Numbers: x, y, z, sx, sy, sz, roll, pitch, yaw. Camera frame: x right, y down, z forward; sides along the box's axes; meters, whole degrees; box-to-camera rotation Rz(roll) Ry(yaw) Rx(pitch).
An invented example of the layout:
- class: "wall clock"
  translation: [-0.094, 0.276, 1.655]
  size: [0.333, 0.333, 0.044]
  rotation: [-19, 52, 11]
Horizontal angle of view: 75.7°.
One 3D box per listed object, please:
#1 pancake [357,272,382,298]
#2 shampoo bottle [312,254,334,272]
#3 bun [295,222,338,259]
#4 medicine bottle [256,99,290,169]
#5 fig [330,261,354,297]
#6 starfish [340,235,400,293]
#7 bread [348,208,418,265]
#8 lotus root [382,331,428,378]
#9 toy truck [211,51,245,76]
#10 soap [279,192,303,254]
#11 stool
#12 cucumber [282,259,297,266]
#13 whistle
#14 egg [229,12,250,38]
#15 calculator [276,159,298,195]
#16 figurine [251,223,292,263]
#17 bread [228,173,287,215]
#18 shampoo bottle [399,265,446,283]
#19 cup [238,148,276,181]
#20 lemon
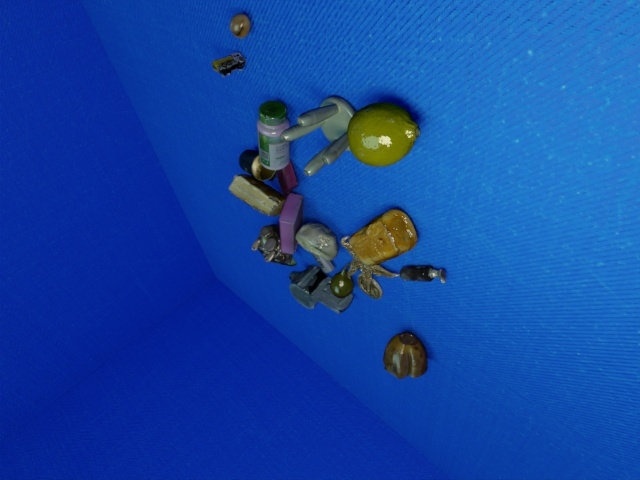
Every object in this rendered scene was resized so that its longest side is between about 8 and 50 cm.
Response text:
- class: "pancake"
  translation: [0.232, 0.219, 1.957]
  size: [0.151, 0.025, 0.152]
  rotation: [36, 151, 24]
- class: "shampoo bottle"
  translation: [-0.014, 0.062, 2.108]
  size: [0.228, 0.056, 0.086]
  rotation: [56, 155, -11]
- class: "bun"
  translation: [0.000, 0.000, 1.914]
  size: [0.220, 0.134, 0.220]
  rotation: [30, 169, 6]
- class: "medicine bottle"
  translation: [-0.189, -0.423, 1.664]
  size: [0.133, 0.133, 0.274]
  rotation: [40, 153, 21]
- class: "fig"
  translation: [0.116, 0.181, 2.014]
  size: [0.124, 0.124, 0.237]
  rotation: [37, 137, 25]
- class: "starfish"
  translation: [0.205, 0.114, 1.824]
  size: [0.299, 0.060, 0.303]
  rotation: [35, 145, 17]
- class: "bread"
  translation: [0.233, -0.002, 1.544]
  size: [0.167, 0.132, 0.294]
  rotation: [52, 155, -1]
- class: "lotus root"
  translation: [0.405, 0.525, 1.920]
  size: [0.199, 0.188, 0.180]
  rotation: [33, 136, 35]
- class: "toy truck"
  translation: [-0.355, -0.686, 1.596]
  size: [0.063, 0.123, 0.052]
  rotation: [52, 155, 10]
- class: "soap"
  translation: [-0.138, -0.078, 1.974]
  size: [0.081, 0.181, 0.259]
  rotation: [12, 146, 6]
- class: "stool"
  translation: [0.009, -0.348, 1.375]
  size: [0.195, 0.198, 0.195]
  rotation: [54, 156, -10]
- class: "cucumber"
  translation: [-0.252, 0.109, 2.548]
  size: [0.243, 0.063, 0.115]
  rotation: [5, 128, 58]
- class: "whistle"
  translation: [-0.009, 0.262, 2.242]
  size: [0.404, 0.168, 0.188]
  rotation: [5, 130, 50]
- class: "egg"
  translation: [-0.280, -0.756, 1.444]
  size: [0.071, 0.071, 0.083]
  rotation: [52, 136, -3]
- class: "calculator"
  translation: [-0.155, -0.280, 1.868]
  size: [0.190, 0.034, 0.127]
  rotation: [-22, 86, 64]
- class: "figurine"
  translation: [-0.247, 0.010, 2.185]
  size: [0.248, 0.203, 0.380]
  rotation: [44, 178, 8]
- class: "bread"
  translation: [-0.281, -0.208, 1.912]
  size: [0.239, 0.111, 0.246]
  rotation: [32, -170, 6]
- class: "shampoo bottle"
  translation: [0.387, 0.128, 1.553]
  size: [0.064, 0.057, 0.207]
  rotation: [58, 154, -14]
- class: "cup"
  translation: [-0.291, -0.351, 1.950]
  size: [0.155, 0.131, 0.176]
  rotation: [30, 167, 44]
- class: "lemon"
  translation: [0.177, -0.304, 1.186]
  size: [0.248, 0.184, 0.184]
  rotation: [10, 133, 54]
